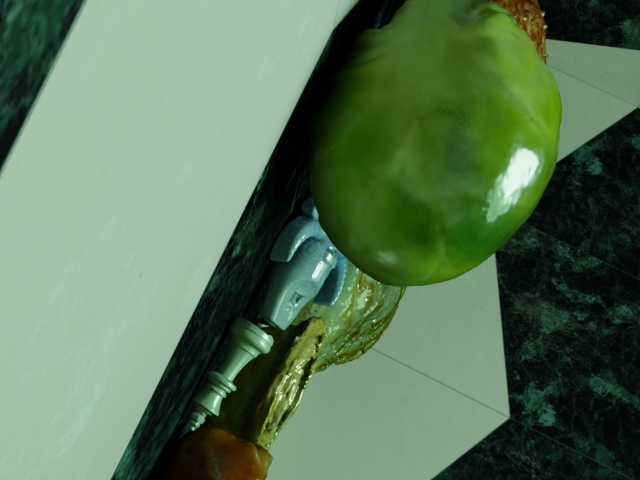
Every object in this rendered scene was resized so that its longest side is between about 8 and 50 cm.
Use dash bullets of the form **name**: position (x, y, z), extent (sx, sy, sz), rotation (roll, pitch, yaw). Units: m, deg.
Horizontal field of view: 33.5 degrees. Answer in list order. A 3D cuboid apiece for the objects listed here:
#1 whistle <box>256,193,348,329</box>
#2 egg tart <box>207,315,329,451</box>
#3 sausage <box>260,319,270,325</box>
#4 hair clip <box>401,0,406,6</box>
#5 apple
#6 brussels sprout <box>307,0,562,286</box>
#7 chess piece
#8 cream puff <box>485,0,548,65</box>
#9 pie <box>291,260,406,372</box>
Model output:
- **whistle**: position (0.000, 0.000, 1.436), extent (0.269, 0.093, 0.180), rotation (-62, 151, -12)
- **egg tart**: position (-0.083, 0.224, 1.582), extent (0.288, 0.118, 0.288), rotation (24, 90, -85)
- **sausage**: position (-0.060, 0.078, 1.605), extent (0.116, 0.026, 0.026), rotation (-64, 175, 14)
- **hair clip**: position (0.177, -0.325, 1.340), extent (0.300, 0.069, 0.173), rotation (-28, -160, 39)
- **apple**: position (-0.138, 0.311, 1.317), extent (0.156, 0.147, 0.158), rotation (71, 28, -77)
- **brussels sprout**: position (0.114, -0.115, 1.175), extent (0.344, 0.268, 0.344), rotation (-161, -90, -74)
- **chess piece**: position (-0.120, 0.169, 1.309), extent (0.149, 0.059, 0.059), rotation (-57, 174, -9)
- **cream puff**: position (0.253, -0.299, 1.773), extent (0.350, 0.229, 0.350), rotation (-60, 174, -10)
- **pie**: position (0.048, 0.100, 2.009), extent (0.395, 0.180, 0.418), rotation (-64, 168, 22)
